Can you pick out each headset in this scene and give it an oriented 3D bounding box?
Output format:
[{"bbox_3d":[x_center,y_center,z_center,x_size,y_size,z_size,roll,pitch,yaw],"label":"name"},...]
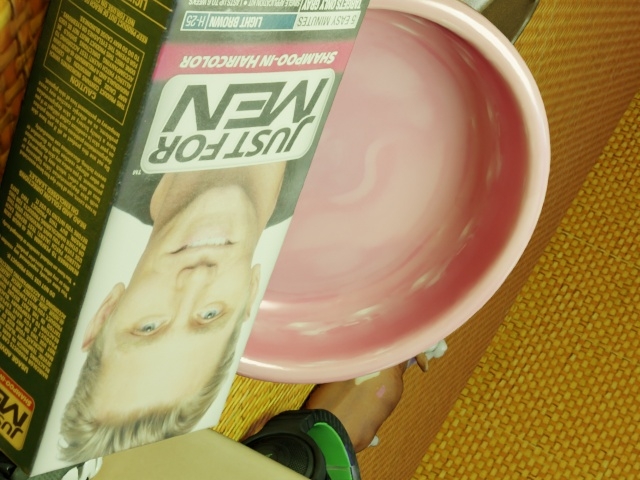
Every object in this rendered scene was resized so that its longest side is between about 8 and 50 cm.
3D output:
[{"bbox_3d":[-0.067,0.343,1.808,0.394,0.185,0.243,-36,118,-65],"label":"headset"}]

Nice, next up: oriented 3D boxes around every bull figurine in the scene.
[{"bbox_3d":[0.045,0.227,2.099,0.310,0.101,0.188,-40,157,-33],"label":"bull figurine"}]

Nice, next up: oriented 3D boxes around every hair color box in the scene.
[{"bbox_3d":[-0.104,-0.032,0.999,0.174,0.105,0.347,-10,128,-47],"label":"hair color box"}]

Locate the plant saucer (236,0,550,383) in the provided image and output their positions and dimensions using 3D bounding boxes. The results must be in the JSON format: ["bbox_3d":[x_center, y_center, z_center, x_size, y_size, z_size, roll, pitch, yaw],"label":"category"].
[{"bbox_3d":[0.004,-0.049,1.178,0.084,0.332,0.332,-120,-135,-56],"label":"plant saucer"}]

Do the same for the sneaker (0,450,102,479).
[{"bbox_3d":[-0.210,0.143,1.103,0.234,0.078,0.106,-37,148,-69],"label":"sneaker"}]

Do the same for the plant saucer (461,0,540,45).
[{"bbox_3d":[0.138,-0.198,1.634,0.310,0.050,0.310,-44,166,-14],"label":"plant saucer"}]

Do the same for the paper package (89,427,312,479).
[{"bbox_3d":[-0.088,0.348,1.389,0.309,0.325,0.168,-60,166,-16],"label":"paper package"}]
